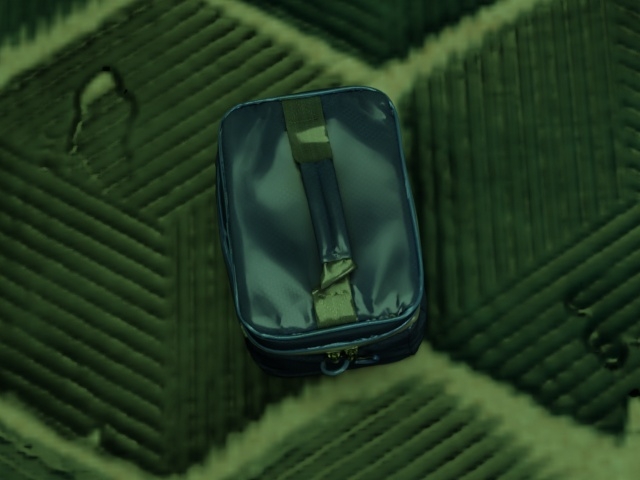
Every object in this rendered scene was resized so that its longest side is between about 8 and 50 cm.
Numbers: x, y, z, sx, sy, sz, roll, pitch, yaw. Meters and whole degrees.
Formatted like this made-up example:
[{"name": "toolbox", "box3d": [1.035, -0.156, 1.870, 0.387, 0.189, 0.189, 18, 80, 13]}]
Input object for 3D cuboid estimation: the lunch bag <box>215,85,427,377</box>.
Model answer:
[{"name": "lunch bag", "box3d": [0.000, 0.000, 0.624, 0.067, 0.065, 0.098, -10, 69, 1]}]
